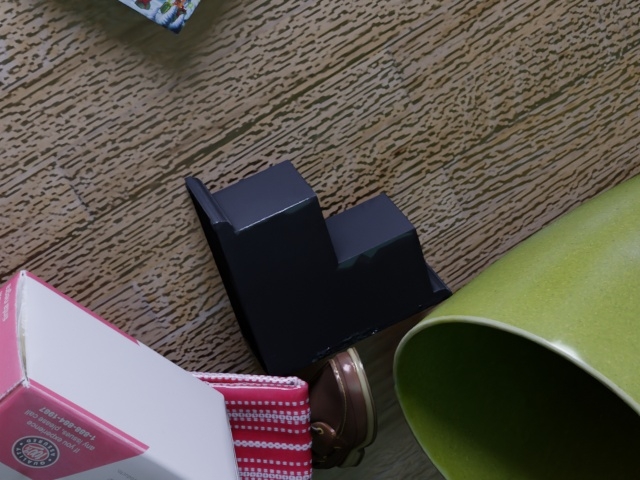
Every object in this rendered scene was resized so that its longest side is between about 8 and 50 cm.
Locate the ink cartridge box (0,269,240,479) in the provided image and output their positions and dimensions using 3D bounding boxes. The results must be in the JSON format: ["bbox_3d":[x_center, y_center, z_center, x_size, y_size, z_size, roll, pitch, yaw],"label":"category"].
[{"bbox_3d":[-0.228,0.183,1.121,0.283,0.117,0.207,-39,128,20],"label":"ink cartridge box"}]

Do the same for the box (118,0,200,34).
[{"bbox_3d":[-0.124,-0.207,1.036,0.137,0.027,0.094,27,104,-34],"label":"box"}]

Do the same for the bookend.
[{"bbox_3d":[0.000,0.000,1.189,0.156,0.072,0.157,-25,126,-9],"label":"bookend"}]

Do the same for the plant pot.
[{"bbox_3d":[0.253,0.072,1.236,0.293,0.275,0.274,-45,132,-30],"label":"plant pot"}]

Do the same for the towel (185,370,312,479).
[{"bbox_3d":[-0.106,0.221,1.247,0.199,0.031,0.274,2,120,3],"label":"towel"}]

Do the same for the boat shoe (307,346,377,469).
[{"bbox_3d":[0.006,0.141,1.246,0.060,0.064,0.178,-12,155,-13],"label":"boat shoe"}]
